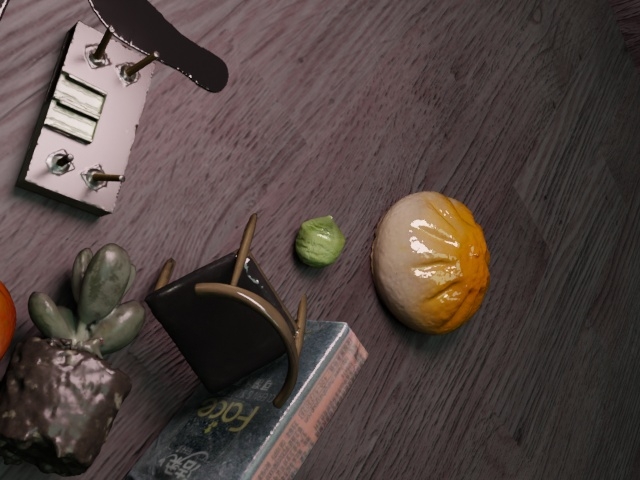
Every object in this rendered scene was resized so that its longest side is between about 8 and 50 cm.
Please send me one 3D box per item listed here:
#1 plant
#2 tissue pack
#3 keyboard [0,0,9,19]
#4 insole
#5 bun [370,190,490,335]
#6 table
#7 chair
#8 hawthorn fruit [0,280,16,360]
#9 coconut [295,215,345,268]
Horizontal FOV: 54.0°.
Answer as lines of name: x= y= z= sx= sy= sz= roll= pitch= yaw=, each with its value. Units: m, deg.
plant: x=-0.304 y=0.139 z=0.775 sx=0.149 sy=0.146 sz=0.274 roll=28 pitch=57 yaw=-27
tissue pack: x=-0.096 y=0.252 z=0.889 sx=0.103 sy=0.228 sz=0.315 roll=54 pitch=53 yaw=-23
keyboard: x=-0.461 y=-0.253 z=0.768 sx=0.101 sy=0.018 sz=0.309 roll=27 pitch=67 yaw=-38
insole: x=-0.247 y=-0.313 z=0.979 sx=0.253 sy=0.005 sz=0.086 roll=31 pitch=66 yaw=-35
bun: x=0.251 y=0.039 z=1.277 sx=0.299 sy=0.165 sz=0.299 roll=7 pitch=80 yaw=-43
table: x=-0.296 y=-0.169 z=0.844 sx=0.121 sy=0.111 sz=0.240 roll=23 pitch=70 yaw=-37
chair: x=-0.121 y=0.101 z=0.844 sx=0.166 sy=0.272 sz=0.188 roll=-29 pitch=108 yaw=5
hawthorn fruit: x=-0.436 y=0.111 z=0.640 sx=0.196 sy=0.196 sz=0.225 roll=37 pitch=77 yaw=-33
coconut: x=0.000 y=0.000 z=1.109 sx=0.088 sy=0.088 sz=0.096 roll=15 pitch=104 yaw=-40
